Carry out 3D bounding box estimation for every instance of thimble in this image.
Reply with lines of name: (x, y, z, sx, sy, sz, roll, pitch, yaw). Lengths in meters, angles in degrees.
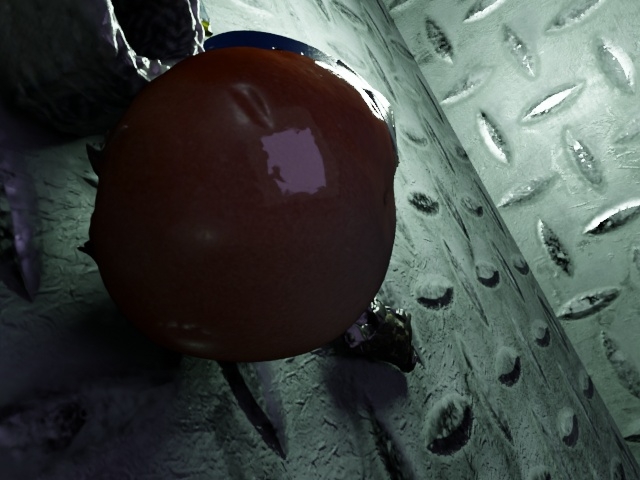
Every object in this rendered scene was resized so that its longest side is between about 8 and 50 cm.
thimble: (-0.247, -0.248, 0.673, 0.217, 0.157, 0.245, 45, 37, -46)

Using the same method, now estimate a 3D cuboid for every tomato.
tomato: (-0.060, -0.039, 0.617, 0.341, 0.273, 0.341, 11, 90, -77)

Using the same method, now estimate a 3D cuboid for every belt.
belt: (-0.046, -0.180, 0.889, 0.347, 0.212, 0.117, 24, 36, -14)

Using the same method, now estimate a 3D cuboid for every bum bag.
bum bag: (0.101, 0.153, 0.983, 0.248, 0.069, 0.102, 33, 44, -52)

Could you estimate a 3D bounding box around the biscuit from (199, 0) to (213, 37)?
biscuit: (-0.258, -0.499, 1.100, 0.048, 0.026, 0.291, 7, 56, -52)
